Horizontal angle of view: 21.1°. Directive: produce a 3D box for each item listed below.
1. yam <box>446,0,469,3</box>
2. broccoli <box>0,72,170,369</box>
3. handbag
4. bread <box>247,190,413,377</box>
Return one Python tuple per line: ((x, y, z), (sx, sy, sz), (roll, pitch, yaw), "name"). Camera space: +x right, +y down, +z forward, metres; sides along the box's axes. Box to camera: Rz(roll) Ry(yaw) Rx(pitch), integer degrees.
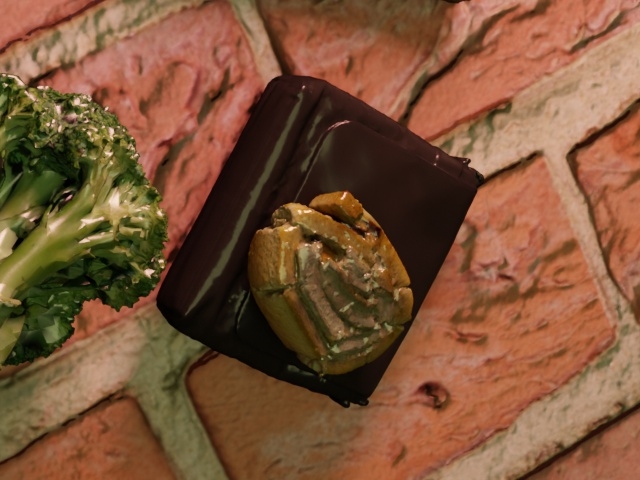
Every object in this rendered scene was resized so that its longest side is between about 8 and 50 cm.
((0.008, -0.253, 1.427), (0.274, 0.061, 0.061), (12, 97, -24), "yam")
((-0.250, 0.002, 1.305), (0.269, 0.242, 0.262), (7, 122, 6), "broccoli")
((0.000, 0.000, 1.475), (0.223, 0.080, 0.247), (27, 90, -31), "handbag")
((0.007, 0.034, 1.404), (0.117, 0.064, 0.156), (-43, 121, -13), "bread")
